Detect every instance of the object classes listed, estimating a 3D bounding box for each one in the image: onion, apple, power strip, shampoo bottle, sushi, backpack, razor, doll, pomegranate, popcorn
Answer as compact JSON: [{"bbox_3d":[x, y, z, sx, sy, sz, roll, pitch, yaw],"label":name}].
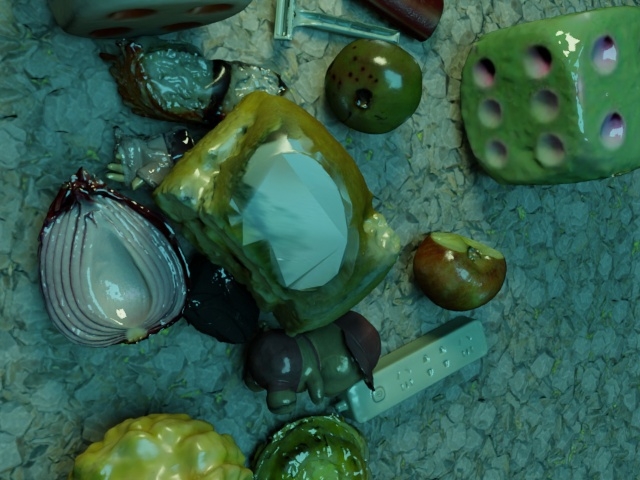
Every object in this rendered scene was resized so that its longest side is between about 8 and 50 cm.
[{"bbox_3d":[-0.323,0.019,1.059,0.227,0.120,0.283,-13,103,-3],"label":"onion"},{"bbox_3d":[0.284,0.065,1.393,0.195,0.173,0.160,5,90,-26],"label":"apple"},{"bbox_3d":[0.190,0.269,1.422,0.385,0.062,0.091,-22,102,-27],"label":"power strip"},{"bbox_3d":[0.119,-0.489,1.309,0.260,0.064,0.102,23,84,-29],"label":"shampoo bottle"},{"bbox_3d":[-0.189,-0.249,1.123,0.332,0.124,0.129,5,82,-31],"label":"sushi"},{"bbox_3d":[-0.181,0.110,1.172,0.165,0.106,0.120,59,44,-38],"label":"backpack"},{"bbox_3d":[0.033,-0.406,1.281,0.278,0.056,0.110,2,95,-37],"label":"razor"},{"bbox_3d":[-0.004,0.219,1.236,0.256,0.196,0.152,-13,137,-26],"label":"doll"},{"bbox_3d":[0.115,-0.291,1.269,0.211,0.179,0.179,-25,107,-38],"label":"pomegranate"},{"bbox_3d":[-0.262,0.445,1.016,0.382,0.349,0.348,-6,100,-66],"label":"popcorn"}]

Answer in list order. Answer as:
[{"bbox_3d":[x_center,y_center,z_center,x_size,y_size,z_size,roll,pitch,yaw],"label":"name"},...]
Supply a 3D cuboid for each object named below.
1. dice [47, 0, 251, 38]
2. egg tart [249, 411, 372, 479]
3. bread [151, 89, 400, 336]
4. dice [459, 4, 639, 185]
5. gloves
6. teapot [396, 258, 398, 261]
[{"bbox_3d":[-0.252,-0.464,0.960,0.277,0.304,0.304,-15,102,-29],"label":"dice"},{"bbox_3d":[-0.006,0.468,1.311,0.279,0.095,0.278,-4,98,-30],"label":"egg tart"},{"bbox_3d":[-0.036,-0.012,1.020,0.239,0.264,0.395,-45,107,-12],"label":"bread"},{"bbox_3d":[0.496,-0.290,1.396,0.331,0.318,0.322,-17,102,-28],"label":"dice"},{"bbox_3d":[-0.271,-0.132,1.103,0.144,0.094,0.110,-1,87,-10],"label":"gloves"},{"bbox_3d":[0.116,0.017,1.365,0.083,0.057,0.067,11,60,-35],"label":"teapot"}]
